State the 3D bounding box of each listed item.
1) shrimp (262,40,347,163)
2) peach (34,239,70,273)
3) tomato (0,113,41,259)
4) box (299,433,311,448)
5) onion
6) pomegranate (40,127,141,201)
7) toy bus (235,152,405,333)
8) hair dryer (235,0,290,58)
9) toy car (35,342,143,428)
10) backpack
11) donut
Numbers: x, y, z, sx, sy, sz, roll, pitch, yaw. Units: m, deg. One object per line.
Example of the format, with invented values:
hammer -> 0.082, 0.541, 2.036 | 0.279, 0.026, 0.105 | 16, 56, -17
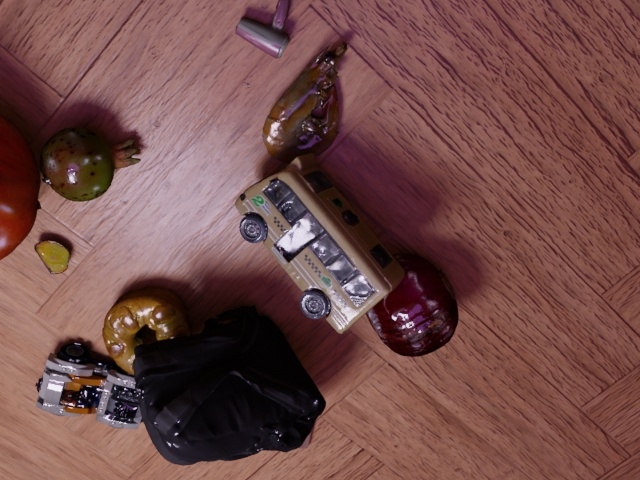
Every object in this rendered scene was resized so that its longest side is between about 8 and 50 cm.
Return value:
shrimp -> -0.009, -0.280, 1.358 | 0.152, 0.063, 0.287 | 33, 113, -17
peach -> -0.629, 0.037, 1.500 | 0.083, 0.050, 0.078 | 16, 91, -18
tomato -> -0.716, -0.114, 1.272 | 0.293, 0.325, 0.289 | -30, 158, 32
box -> -0.048, 0.518, 1.750 | 0.048, 0.025, 0.115 | 6, 115, -10
onion -> 0.204, 0.143, 1.487 | 0.216, 0.207, 0.206 | -28, 116, 5
pomegranate -> -0.489, -0.166, 1.361 | 0.205, 0.159, 0.159 | -19, 117, -23
toy bus -> 0.000, 0.000, 1.369 | 0.202, 0.177, 0.365 | -42, 86, 25
hair dryer -> -0.092, -0.458, 1.290 | 0.106, 0.054, 0.154 | 29, 101, -9
toy car -> -0.560, 0.379, 1.629 | 0.301, 0.118, 0.193 | 19, 111, -11
backpack -> -0.210, 0.329, 1.424 | 0.363, 0.445, 0.255 | 51, 122, 25
donut -> -0.416, 0.222, 1.556 | 0.226, 0.114, 0.227 | 0, 116, -1
